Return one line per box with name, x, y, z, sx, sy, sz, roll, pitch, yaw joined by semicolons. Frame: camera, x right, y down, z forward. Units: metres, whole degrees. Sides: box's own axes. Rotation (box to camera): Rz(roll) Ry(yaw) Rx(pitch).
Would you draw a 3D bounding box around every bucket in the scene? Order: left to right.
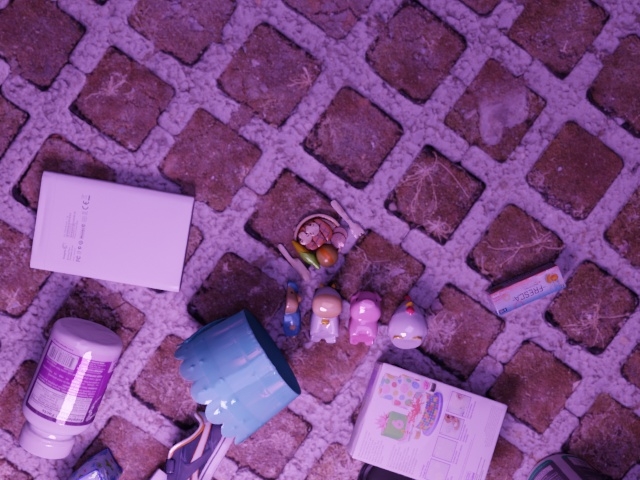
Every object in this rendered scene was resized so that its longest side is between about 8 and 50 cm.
bucket;-0.184;0.304;1.670;0.183;0.281;0.281;-33;97;0

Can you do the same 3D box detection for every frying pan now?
frying pan;0.244;0.609;1.823;0.326;0.053;0.197;-6;80;-14

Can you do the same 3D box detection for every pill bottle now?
pill bottle;-0.593;0.348;1.700;0.169;0.169;0.301;23;95;-5
pill bottle;0.630;0.665;1.701;0.204;0.361;0.204;0;97;-3

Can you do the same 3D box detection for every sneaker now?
sneaker;-0.325;0.565;1.740;0.128;0.126;0.321;28;69;-1

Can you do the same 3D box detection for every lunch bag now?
lunch bag;-0.569;0.592;1.748;0.151;0.129;0.096;-27;96;-1

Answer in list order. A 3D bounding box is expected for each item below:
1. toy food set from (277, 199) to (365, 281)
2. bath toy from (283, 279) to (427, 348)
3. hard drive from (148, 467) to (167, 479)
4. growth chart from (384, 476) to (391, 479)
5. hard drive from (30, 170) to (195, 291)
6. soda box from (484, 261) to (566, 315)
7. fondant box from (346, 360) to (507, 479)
toy food set;0.000;0.000;1.756;0.192;0.038;0.132;-41;97;2
bath toy;0.087;0.174;1.743;0.349;0.151;0.129;7;61;-4
hard drive;-0.416;0.750;1.759;0.210;0.040;0.318;40;71;-7
growth chart;0.164;0.735;1.857;0.172;0.021;0.237;32;93;-5
hard drive;-0.492;-0.021;1.725;0.353;0.047;0.232;10;95;-3
soda box;0.504;0.119;1.786;0.183;0.058;0.063;-23;97;1
fondant box;0.260;0.460;1.774;0.330;0.096;0.238;20;83;-6
